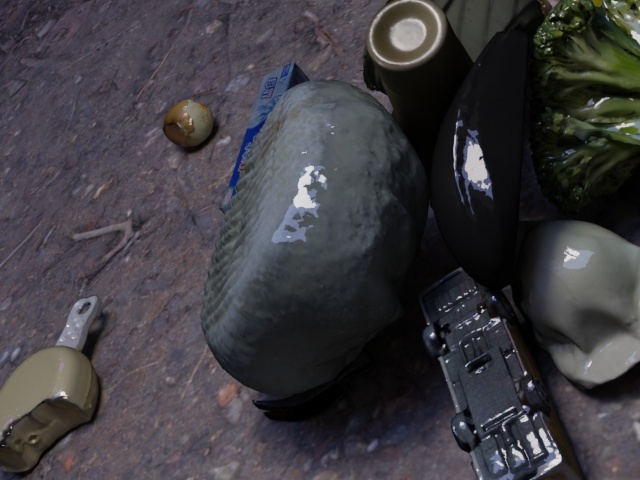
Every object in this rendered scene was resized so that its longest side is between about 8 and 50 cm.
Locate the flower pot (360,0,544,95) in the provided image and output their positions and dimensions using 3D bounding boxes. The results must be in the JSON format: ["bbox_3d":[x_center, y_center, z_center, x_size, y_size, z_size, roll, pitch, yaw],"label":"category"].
[{"bbox_3d":[0.166,-0.240,1.464,0.140,0.235,0.235,37,78,14],"label":"flower pot"}]

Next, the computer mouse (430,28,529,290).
[{"bbox_3d":[0.151,-0.080,1.213,0.086,0.138,0.270,6,59,7],"label":"computer mouse"}]

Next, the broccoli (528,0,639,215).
[{"bbox_3d":[0.338,-0.120,1.180,0.252,0.221,0.361,-6,15,-10],"label":"broccoli"}]

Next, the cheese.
[{"bbox_3d":[-0.367,0.185,1.693,0.163,0.071,0.249,-28,37,18],"label":"cheese"}]

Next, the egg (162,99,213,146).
[{"bbox_3d":[-0.204,-0.177,1.935,0.083,0.071,0.071,-6,48,50],"label":"egg"}]

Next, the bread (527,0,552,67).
[{"bbox_3d":[0.212,-0.210,1.569,0.214,0.053,0.073,-44,47,4],"label":"bread"}]

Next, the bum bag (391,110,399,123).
[{"bbox_3d":[0.091,-0.103,1.557,0.109,0.026,0.159,33,97,56],"label":"bum bag"}]

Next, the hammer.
[{"bbox_3d":[-0.044,0.107,1.487,0.137,0.037,0.290,-39,34,2],"label":"hammer"}]

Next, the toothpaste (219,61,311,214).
[{"bbox_3d":[-0.073,-0.138,1.773,0.066,0.053,0.272,-17,41,32],"label":"toothpaste"}]

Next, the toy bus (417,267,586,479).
[{"bbox_3d":[0.168,0.138,1.179,0.092,0.106,0.268,-32,37,13],"label":"toy bus"}]

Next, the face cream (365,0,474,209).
[{"bbox_3d":[0.132,-0.141,1.350,0.137,0.341,0.084,-43,63,-1],"label":"face cream"}]

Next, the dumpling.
[{"bbox_3d":[0.244,0.057,1.202,0.229,0.124,0.151,27,109,60],"label":"dumpling"}]

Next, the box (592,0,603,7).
[{"bbox_3d":[0.450,-0.346,1.490,0.279,0.041,0.153,-22,38,27],"label":"box"}]

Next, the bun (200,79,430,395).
[{"bbox_3d":[0.001,-0.005,1.342,0.354,0.194,0.355,-160,90,-76],"label":"bun"}]
